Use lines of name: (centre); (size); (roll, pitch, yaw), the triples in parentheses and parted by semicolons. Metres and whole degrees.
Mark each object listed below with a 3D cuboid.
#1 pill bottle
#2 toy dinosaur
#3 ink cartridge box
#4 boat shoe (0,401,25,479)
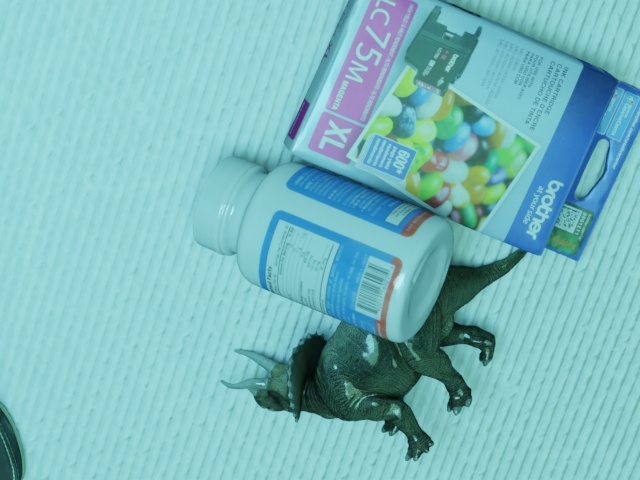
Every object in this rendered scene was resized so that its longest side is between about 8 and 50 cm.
pill bottle: (0.000, 0.000, 1.834); (0.221, 0.124, 0.124); (23, 108, 19)
toy dinosaur: (0.072, 0.103, 1.905); (0.313, 0.121, 0.160); (-40, 113, 13)
ink cartridge box: (0.145, -0.110, 1.858); (0.311, 0.065, 0.186); (22, 99, -12)
boat shoe: (-0.357, 0.161, 1.926); (0.080, 0.073, 0.223); (-22, 108, 5)
